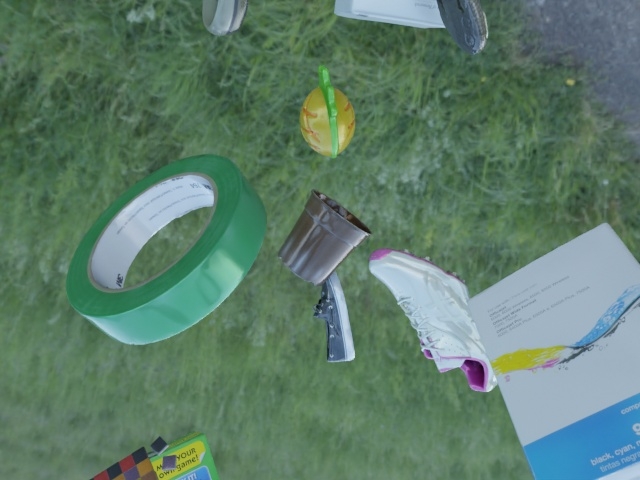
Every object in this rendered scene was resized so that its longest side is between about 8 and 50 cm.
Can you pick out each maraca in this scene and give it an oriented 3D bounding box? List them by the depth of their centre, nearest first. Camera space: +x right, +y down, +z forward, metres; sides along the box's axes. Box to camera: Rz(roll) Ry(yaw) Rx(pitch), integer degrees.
[{"bbox_3d":[0.013,-0.225,1.061,0.099,0.127,0.185,-15,154,-7],"label":"maraca"}]

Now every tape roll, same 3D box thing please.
[{"bbox_3d":[-0.239,0.004,0.923,0.321,0.321,0.077,0,141,36],"label":"tape roll"}]

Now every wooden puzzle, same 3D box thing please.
[{"bbox_3d":[-0.134,0.177,0.412,0.083,0.049,0.006,-30,144,-12],"label":"wooden puzzle"}]

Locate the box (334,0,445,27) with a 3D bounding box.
[{"bbox_3d":[0.129,-0.432,1.010,0.182,0.119,0.181,5,-161,-9],"label":"box"}]

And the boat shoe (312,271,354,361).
[{"bbox_3d":[0.020,0.173,1.390,0.076,0.228,0.080,-12,-178,-10],"label":"boat shoe"}]

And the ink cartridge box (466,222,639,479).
[{"bbox_3d":[0.278,0.139,0.573,0.168,0.232,0.171,-33,125,19],"label":"ink cartridge box"}]

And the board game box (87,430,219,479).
[{"bbox_3d":[-0.253,0.391,0.698,0.317,0.213,0.046,-17,179,-33],"label":"board game box"}]

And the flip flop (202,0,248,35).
[{"bbox_3d":[-0.101,-0.318,0.505,0.080,0.277,0.112,-2,-148,-15],"label":"flip flop"}]

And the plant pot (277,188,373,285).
[{"bbox_3d":[0.000,0.000,1.321,0.167,0.165,0.167,36,-170,-7],"label":"plant pot"}]

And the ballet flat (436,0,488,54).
[{"bbox_3d":[0.193,-0.391,0.872,0.058,0.250,0.084,-20,171,-15],"label":"ballet flat"}]

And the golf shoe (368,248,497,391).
[{"bbox_3d":[0.197,0.130,0.979,0.306,0.140,0.115,34,162,-3],"label":"golf shoe"}]
